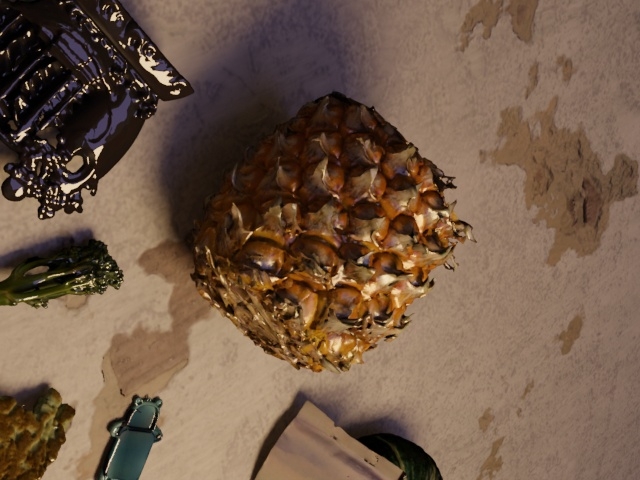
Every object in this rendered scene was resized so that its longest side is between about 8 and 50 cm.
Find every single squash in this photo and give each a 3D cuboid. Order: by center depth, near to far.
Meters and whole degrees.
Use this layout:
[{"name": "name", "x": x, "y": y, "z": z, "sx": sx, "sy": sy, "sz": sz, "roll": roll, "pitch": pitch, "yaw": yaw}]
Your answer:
[{"name": "squash", "x": 0.093, "y": 0.454, "z": 1.946, "sx": 0.252, "sy": 0.165, "sz": 0.252, "roll": -9, "pitch": 109, "yaw": -26}]

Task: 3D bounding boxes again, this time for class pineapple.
[{"name": "pineapple", "x": 0.001, "y": 0.003, "z": 1.527, "sx": 0.300, "sy": 0.352, "sz": 0.352, "roll": -50, "pitch": 135, "yaw": -23}]

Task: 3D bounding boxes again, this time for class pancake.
[{"name": "pancake", "x": -0.433, "y": 0.226, "z": 1.365, "sx": 0.054, "sy": 0.197, "sz": 0.376, "roll": -37, "pitch": 156, "yaw": 22}]

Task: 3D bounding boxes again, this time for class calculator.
[{"name": "calculator", "x": -0.269, "y": 0.289, "z": 1.640, "sx": 0.094, "sy": 0.019, "sz": 0.141, "roll": 20, "pitch": 93, "yaw": -46}]

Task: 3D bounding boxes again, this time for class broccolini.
[{"name": "broccolini", "x": -0.425, "y": 0.078, "z": 1.385, "sx": 0.392, "sy": 0.079, "sz": 0.074, "roll": -14, "pitch": 128, "yaw": -30}]

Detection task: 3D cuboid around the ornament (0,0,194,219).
[{"name": "ornament", "x": -0.307, "y": -0.173, "z": 1.350, "sx": 0.260, "sy": 0.106, "sz": 0.251, "roll": -44, "pitch": 126, "yaw": -8}]

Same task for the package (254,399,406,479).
[{"name": "package", "x": -0.007, "y": 0.412, "z": 1.819, "sx": 0.251, "sy": 0.204, "sz": 0.062, "roll": -57, "pitch": 168, "yaw": 5}]
